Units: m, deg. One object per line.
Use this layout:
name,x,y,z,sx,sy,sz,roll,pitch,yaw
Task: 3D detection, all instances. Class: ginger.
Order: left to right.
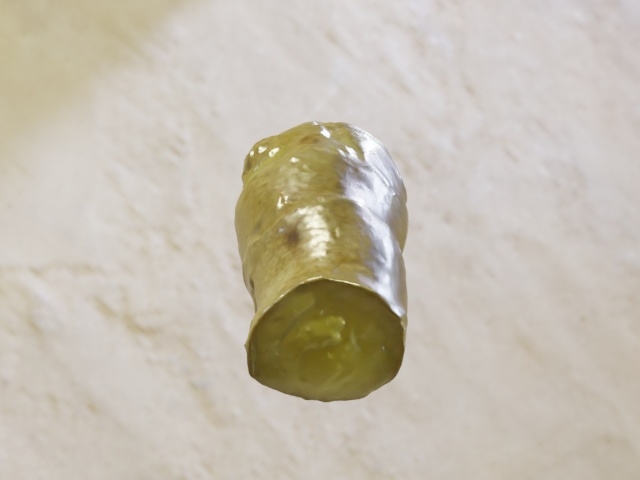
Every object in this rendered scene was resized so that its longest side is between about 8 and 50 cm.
ginger,0.000,0.000,1.213,0.109,0.116,0.263,-2,28,3
